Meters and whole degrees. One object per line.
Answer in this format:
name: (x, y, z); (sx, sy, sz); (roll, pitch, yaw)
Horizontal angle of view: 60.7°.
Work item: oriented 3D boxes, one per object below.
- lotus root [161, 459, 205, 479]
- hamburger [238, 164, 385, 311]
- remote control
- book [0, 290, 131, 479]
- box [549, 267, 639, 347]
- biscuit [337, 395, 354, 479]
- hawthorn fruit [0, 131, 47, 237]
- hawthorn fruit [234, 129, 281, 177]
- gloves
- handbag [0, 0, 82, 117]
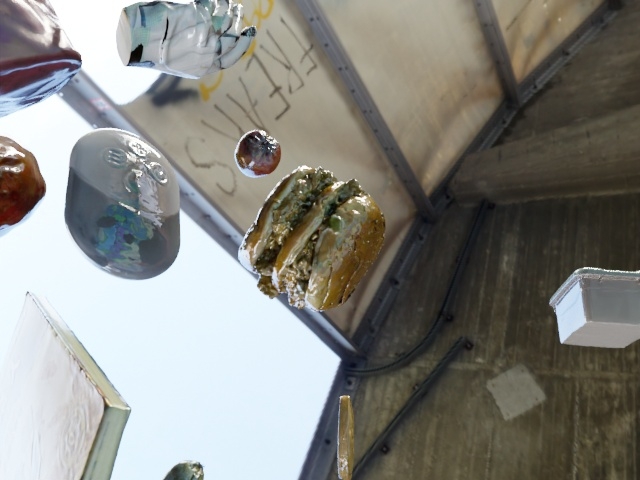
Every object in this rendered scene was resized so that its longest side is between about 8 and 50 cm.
lotus root: (-0.330, 0.574, 1.252); (0.165, 0.088, 0.088); (-49, -137, -12)
hamburger: (-0.004, -0.010, 0.984); (0.211, 0.260, 0.245); (34, -60, 13)
remote control: (-0.364, -0.074, 1.027); (0.103, 0.221, 0.332); (-35, -129, 35)
book: (-0.361, 0.260, 0.690); (0.427, 0.039, 0.300); (16, -90, 51)
box: (0.321, 0.080, 0.621); (0.089, 0.122, 0.062); (3, -114, 8)
biscuit: (0.058, 0.435, 1.191); (0.028, 0.221, 0.142); (2, -159, 8)
hawthorn fruit: (-0.597, -0.091, 0.960); (0.208, 0.208, 0.248); (-49, -151, -10)
hawthorn fruit: (-0.098, -0.133, 0.853); (0.077, 0.077, 0.077); (-19, -134, 21)
gloves: (-0.174, -0.285, 0.771); (0.212, 0.128, 0.111); (-12, -131, -33)
handbag: (-0.267, -0.120, 0.302); (0.146, 0.136, 0.225); (-9, -161, 48)
